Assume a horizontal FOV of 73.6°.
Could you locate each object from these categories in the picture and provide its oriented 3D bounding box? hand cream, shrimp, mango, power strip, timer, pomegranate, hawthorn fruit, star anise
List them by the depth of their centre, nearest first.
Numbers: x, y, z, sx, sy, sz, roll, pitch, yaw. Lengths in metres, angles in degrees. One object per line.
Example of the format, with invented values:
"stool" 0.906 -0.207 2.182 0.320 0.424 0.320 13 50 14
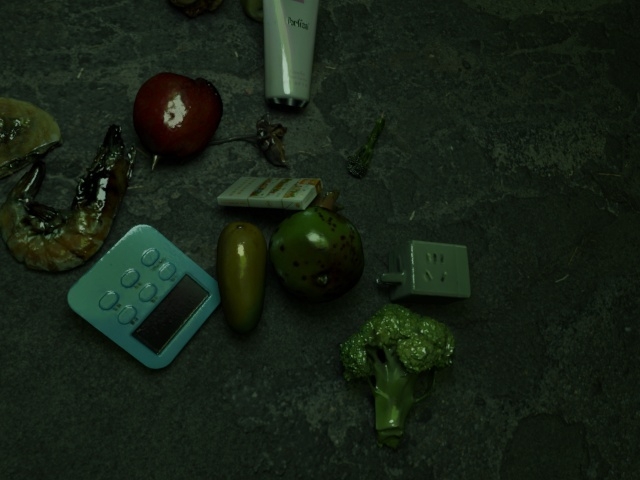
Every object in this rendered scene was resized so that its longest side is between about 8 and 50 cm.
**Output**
"timer" -0.362 0.121 0.919 0.250 0.091 0.232 39 66 -7
"shrimp" -0.558 -0.111 0.943 0.233 0.071 0.365 15 75 -7
"mango" -0.178 0.083 0.953 0.114 0.156 0.251 5 82 -13
"hawthorn fruit" -0.342 -0.270 0.996 0.189 0.189 0.252 25 75 -8
"pomegranate" 0.007 0.015 1.014 0.230 0.231 0.286 37 36 -3
"power strip" 0.246 0.082 1.088 0.224 0.139 0.140 6 73 -15
"star anise" -0.211 -0.235 1.112 0.227 0.218 0.148 -8 110 21
"hand cream" -0.079 -0.532 1.121 0.185 0.118 0.359 -1 99 -28

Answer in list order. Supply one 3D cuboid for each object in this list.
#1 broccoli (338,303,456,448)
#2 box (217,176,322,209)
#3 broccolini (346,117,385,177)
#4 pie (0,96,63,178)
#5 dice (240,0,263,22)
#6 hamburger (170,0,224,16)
"broccoli" 0.172 0.285 0.978 0.254 0.186 0.302 39 60 -13
"box" -0.117 -0.114 1.005 0.220 0.032 0.122 4 32 22
"broccolini" 0.129 -0.272 1.218 0.067 0.058 0.216 52 49 -42
"pie" -0.703 -0.233 0.941 0.185 0.052 0.218 43 64 5
"dice" -0.136 -0.735 1.204 0.169 0.166 0.169 -10 77 -20
"hamburger" -0.343 -0.737 1.148 0.155 0.245 0.282 3 27 -42
